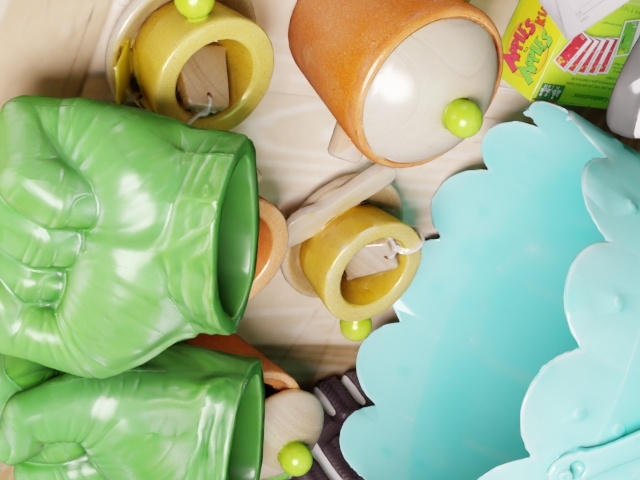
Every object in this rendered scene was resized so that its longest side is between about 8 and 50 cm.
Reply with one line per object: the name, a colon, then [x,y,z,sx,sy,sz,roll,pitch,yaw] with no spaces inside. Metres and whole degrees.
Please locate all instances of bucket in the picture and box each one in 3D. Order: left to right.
bucket: [0.151,0.078,0.972,0.183,0.281,0.281,24,109,-16]

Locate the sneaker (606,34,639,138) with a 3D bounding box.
sneaker: [0.286,-0.113,0.927,0.270,0.145,0.090,-39,157,-27]

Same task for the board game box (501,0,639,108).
board game box: [0.196,-0.127,1.053,0.181,0.043,0.092,3,121,-40]

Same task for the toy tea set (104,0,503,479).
toy tea set: [0.000,0.000,0.936,0.200,0.124,0.336,-22,134,-24]

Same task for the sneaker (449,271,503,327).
sneaker: [0.169,0.027,1.127,0.185,0.084,0.070,-25,135,-22]

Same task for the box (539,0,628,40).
box: [0.238,-0.234,0.901,0.290,0.087,0.169,-36,-179,-9]

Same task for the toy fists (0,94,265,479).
toy fists: [-0.109,0.051,0.874,0.096,0.142,0.279,-67,162,-46]

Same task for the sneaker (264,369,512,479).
sneaker: [-0.014,0.184,1.114,0.281,0.106,0.163,-16,142,-22]
